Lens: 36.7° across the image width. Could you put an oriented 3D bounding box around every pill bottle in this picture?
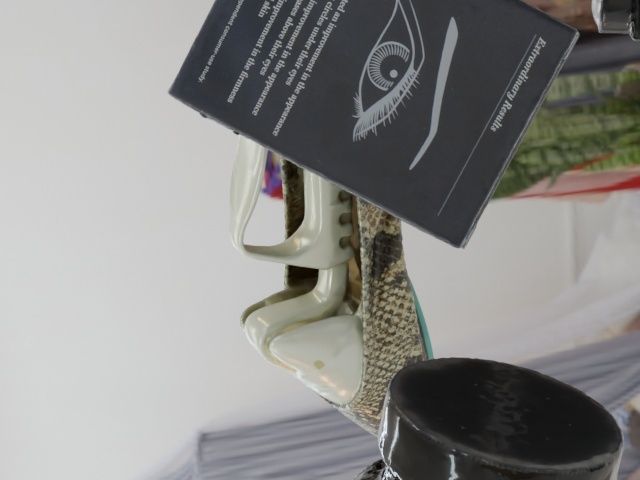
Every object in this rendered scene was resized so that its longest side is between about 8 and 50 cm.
[{"bbox_3d":[0.056,0.168,0.408,0.123,0.123,0.219,-107,25,-72],"label":"pill bottle"}]

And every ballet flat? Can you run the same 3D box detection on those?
[{"bbox_3d":[0.000,0.000,0.875,0.164,0.182,0.483,23,125,48],"label":"ballet flat"}]

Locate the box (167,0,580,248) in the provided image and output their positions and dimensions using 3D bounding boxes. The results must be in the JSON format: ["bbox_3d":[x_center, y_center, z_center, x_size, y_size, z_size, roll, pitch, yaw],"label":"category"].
[{"bbox_3d":[0.031,-0.108,0.620,0.153,0.207,0.108,-61,3,4],"label":"box"}]

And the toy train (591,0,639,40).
[{"bbox_3d":[0.389,-0.232,0.762,0.142,0.334,0.190,-43,-46,-69],"label":"toy train"}]
